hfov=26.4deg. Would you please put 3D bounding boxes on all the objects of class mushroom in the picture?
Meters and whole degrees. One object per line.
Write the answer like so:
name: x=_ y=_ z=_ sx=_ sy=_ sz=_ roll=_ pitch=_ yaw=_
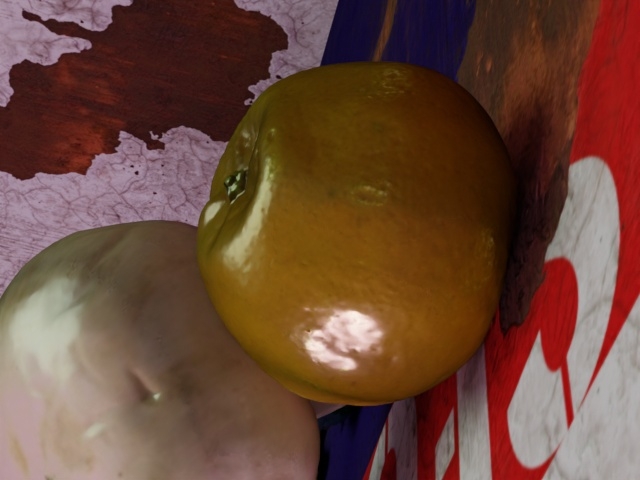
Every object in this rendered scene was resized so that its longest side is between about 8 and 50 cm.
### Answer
mushroom: x=-0.133 y=0.142 z=1.228 sx=0.325 sy=0.353 sz=0.353 roll=78 pitch=-164 yaw=-50

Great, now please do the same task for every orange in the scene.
orange: x=0.026 y=-0.009 z=1.063 sx=0.279 sy=0.235 sz=0.279 roll=-169 pitch=90 yaw=-76

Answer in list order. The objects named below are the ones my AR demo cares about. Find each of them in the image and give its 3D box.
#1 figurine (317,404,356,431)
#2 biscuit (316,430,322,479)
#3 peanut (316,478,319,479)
figurine: x=-0.017 y=0.159 z=1.626 sx=0.114 sy=0.178 sz=0.144 roll=-61 pitch=-36 yaw=-7
biscuit: x=-0.028 y=0.266 z=1.862 sx=0.334 sy=0.047 sz=0.202 roll=133 pitch=150 yaw=-75
peanut: x=-0.069 y=0.396 z=1.382 sx=0.158 sy=0.174 sz=0.340 roll=-155 pitch=74 yaw=-76
